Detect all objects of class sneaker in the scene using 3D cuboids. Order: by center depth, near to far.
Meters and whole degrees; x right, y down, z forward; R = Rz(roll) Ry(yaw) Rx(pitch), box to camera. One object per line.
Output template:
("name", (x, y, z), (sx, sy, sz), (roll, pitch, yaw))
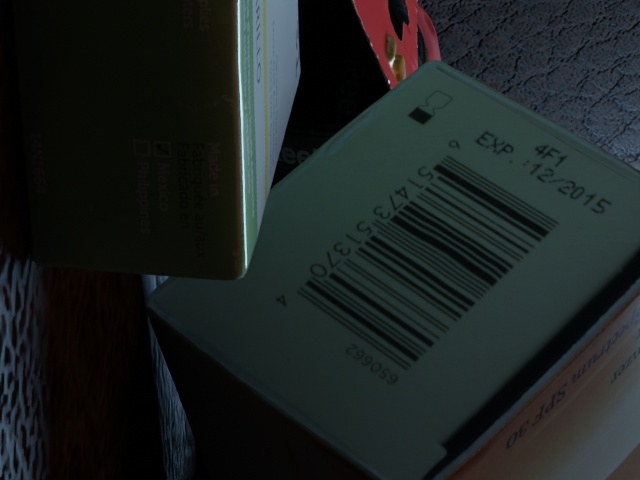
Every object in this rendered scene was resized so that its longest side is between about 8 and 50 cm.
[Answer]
("sneaker", (0.000, 0.000, 0.743), (0.135, 0.098, 0.276), (41, 54, -77))

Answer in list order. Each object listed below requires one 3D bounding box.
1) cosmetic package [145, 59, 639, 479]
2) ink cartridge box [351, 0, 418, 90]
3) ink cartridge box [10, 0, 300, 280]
("cosmetic package", (0.054, 0.096, 0.631), (0.153, 0.129, 0.296), (-43, 147, -21))
("ink cartridge box", (0.020, -0.180, 0.656), (0.181, 0.056, 0.224), (-85, 151, -52))
("ink cartridge box", (-0.033, -0.119, 0.416), (0.235, 0.056, 0.171), (-79, 170, -61))
